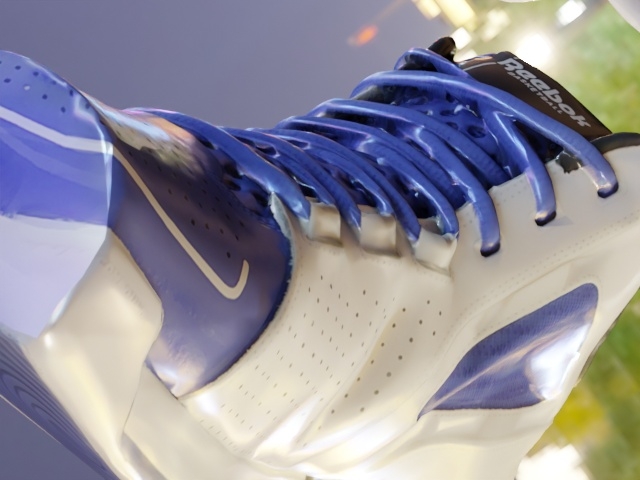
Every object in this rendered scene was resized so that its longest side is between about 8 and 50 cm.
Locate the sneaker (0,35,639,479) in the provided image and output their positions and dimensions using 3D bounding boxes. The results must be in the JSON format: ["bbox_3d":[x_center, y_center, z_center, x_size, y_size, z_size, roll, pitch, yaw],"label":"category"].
[{"bbox_3d":[0.001,0.001,0.563,0.127,0.182,0.315,31,171,32],"label":"sneaker"}]

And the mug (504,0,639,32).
[{"bbox_3d":[0.246,-0.266,1.185,0.276,0.374,0.328,51,-155,-22],"label":"mug"}]
